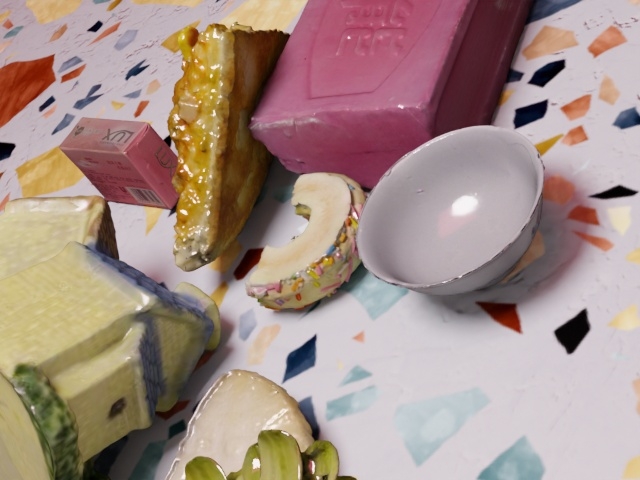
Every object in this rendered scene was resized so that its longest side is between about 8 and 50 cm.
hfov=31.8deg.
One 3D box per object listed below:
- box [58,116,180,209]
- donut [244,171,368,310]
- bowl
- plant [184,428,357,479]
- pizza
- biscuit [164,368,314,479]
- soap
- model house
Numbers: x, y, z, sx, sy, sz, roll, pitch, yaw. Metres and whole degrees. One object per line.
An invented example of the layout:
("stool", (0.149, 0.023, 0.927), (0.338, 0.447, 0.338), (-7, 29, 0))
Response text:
("box", (-0.246, -0.099, 1.417), (0.156, 0.111, 0.060), (9, 57, 42))
("donut", (0.002, 0.002, 1.149), (0.108, 0.065, 0.166), (2, 53, 40))
("bowl", (0.135, -0.010, 1.037), (0.189, 0.086, 0.189), (-23, 41, 22))
("plant", (-0.039, 0.255, 0.801), (0.261, 0.297, 0.306), (-27, 36, -26))
("pizza", (-0.099, -0.113, 1.278), (0.087, 0.258, 0.268), (8, 99, 17))
("biscuit", (-0.080, 0.231, 0.983), (0.188, 0.040, 0.265), (-28, 47, 24))
("soap", (0.093, -0.225, 1.255), (0.233, 0.128, 0.359), (-2, 51, 35))
("model house", (-0.265, 0.120, 1.157), (0.321, 0.261, 0.266), (28, 46, 33))
